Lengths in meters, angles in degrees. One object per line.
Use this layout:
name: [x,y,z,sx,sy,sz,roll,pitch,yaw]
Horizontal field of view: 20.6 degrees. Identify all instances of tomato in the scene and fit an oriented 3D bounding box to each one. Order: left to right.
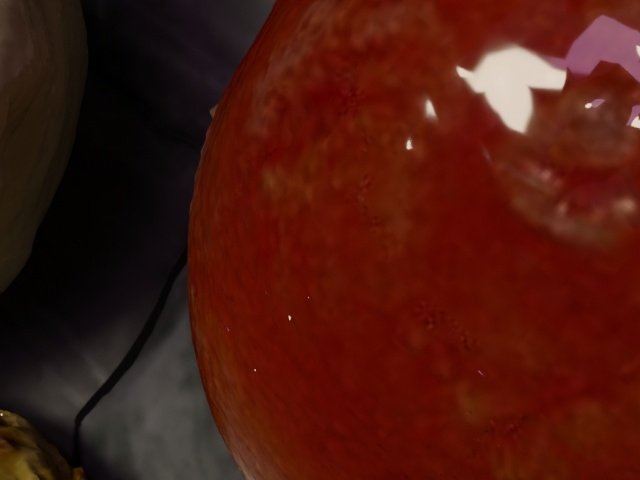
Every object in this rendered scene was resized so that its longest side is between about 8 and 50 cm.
tomato: [0.088,-0.025,0.484,0.309,0.170,0.309,-4,71,11]

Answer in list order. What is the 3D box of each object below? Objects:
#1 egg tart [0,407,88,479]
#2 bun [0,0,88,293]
egg tart: [-0.208,0.159,0.600,0.294,0.116,0.295,-7,29,4]
bun: [-0.197,-0.034,0.667,0.259,0.160,0.259,-21,37,17]
